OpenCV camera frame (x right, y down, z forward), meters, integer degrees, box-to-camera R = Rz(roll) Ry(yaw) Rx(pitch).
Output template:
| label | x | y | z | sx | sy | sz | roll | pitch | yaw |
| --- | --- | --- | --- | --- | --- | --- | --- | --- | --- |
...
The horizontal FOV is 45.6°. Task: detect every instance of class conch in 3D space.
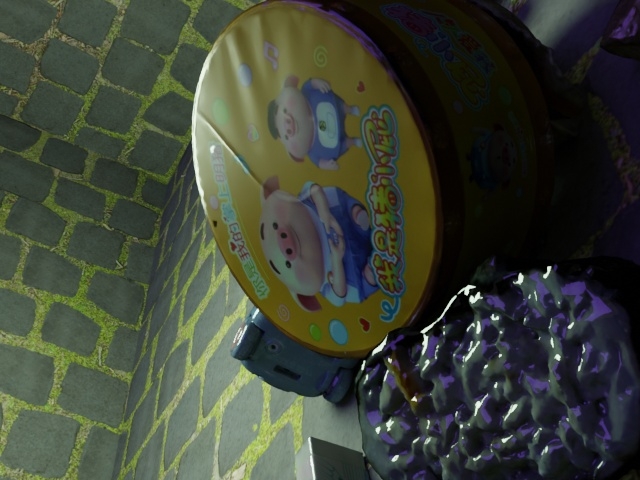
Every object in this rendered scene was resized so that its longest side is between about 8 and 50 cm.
| label | x | y | z | sx | sy | sz | roll | pitch | yaw |
| --- | --- | --- | --- | --- | --- | --- | --- | --- | --- |
| conch | 0.188 | -0.219 | 1.034 | 0.352 | 0.297 | 0.210 | 0 | 41 | 31 |

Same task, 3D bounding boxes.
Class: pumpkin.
| label | x | y | z | sx | sy | sz | roll | pitch | yaw |
| --- | --- | --- | --- | --- | --- | --- | --- | --- | --- |
| pumpkin | 0.242 | 0.012 | 0.932 | 0.083 | 0.028 | 0.050 | -65 | 22 | 19 |

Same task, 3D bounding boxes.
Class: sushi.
| label | x | y | z | sx | sy | sz | roll | pitch | yaw |
| --- | --- | --- | --- | --- | --- | --- | --- | --- | --- |
| sushi | 0.189 | 0.136 | 0.714 | 0.350 | 0.170 | 0.211 | -41 | 61 | 43 |

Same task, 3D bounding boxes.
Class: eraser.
| label | x | y | z | sx | sy | sz | roll | pitch | yaw |
| --- | --- | --- | --- | --- | --- | --- | --- | --- | --- |
| eraser | 0.024 | 0.369 | 1.006 | 0.052 | 0.095 | 0.225 | -57 | 23 | 25 |

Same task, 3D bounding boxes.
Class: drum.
| label | x | y | z | sx | sy | sz | roll | pitch | yaw |
| --- | --- | --- | --- | --- | --- | --- | --- | --- | --- |
| drum | 0.049 | -0.090 | 0.913 | 0.431 | 0.214 | 0.431 | 22 | 121 | 42 |

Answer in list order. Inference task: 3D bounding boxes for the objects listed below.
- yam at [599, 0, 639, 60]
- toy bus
| label | x | y | z | sx | sy | sz | roll | pitch | yaw |
| --- | --- | --- | --- | --- | --- | --- | --- | --- | --- |
| yam | 0.412 | -0.363 | 0.827 | 0.357 | 0.081 | 0.081 | -66 | 20 | 4 |
| toy bus | -0.009 | 0.101 | 1.253 | 0.294 | 0.197 | 0.232 | -60 | 11 | 25 |
